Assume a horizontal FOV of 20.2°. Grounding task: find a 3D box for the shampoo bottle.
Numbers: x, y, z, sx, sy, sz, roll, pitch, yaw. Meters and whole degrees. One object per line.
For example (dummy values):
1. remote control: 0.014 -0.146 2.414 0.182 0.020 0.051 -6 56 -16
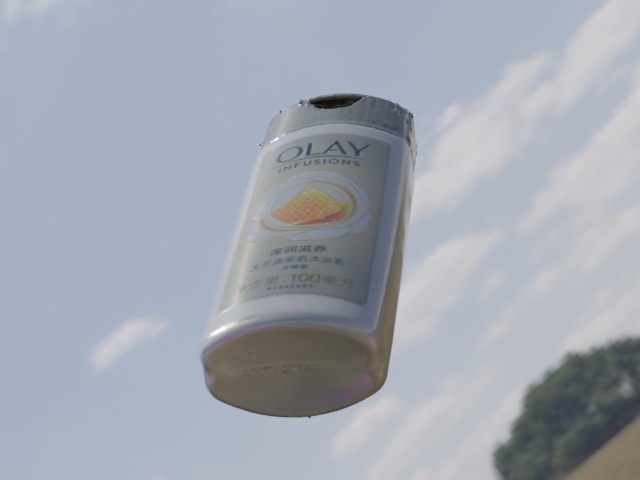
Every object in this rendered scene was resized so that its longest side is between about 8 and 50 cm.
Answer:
1. shampoo bottle: 0.000 0.000 0.888 0.227 0.086 0.056 -76 -19 -58
